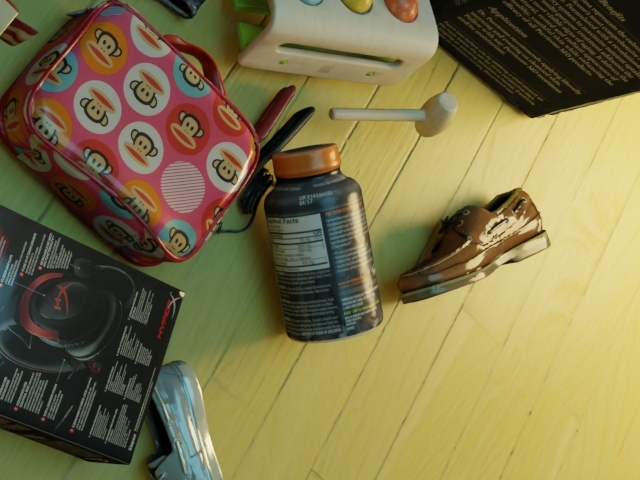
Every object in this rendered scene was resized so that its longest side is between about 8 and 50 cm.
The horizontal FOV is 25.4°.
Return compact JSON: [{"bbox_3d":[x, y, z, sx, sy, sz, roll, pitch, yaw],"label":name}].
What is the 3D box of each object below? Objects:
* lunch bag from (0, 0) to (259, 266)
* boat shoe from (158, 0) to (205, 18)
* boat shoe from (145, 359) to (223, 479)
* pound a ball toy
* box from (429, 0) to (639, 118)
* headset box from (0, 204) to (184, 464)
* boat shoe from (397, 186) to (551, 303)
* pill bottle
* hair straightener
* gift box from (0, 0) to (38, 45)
[{"bbox_3d":[-0.216,-0.141,1.707,0.293,0.120,0.258,46,60,-23],"label":"lunch bag"},{"bbox_3d":[-0.201,-0.364,1.777,0.183,0.065,0.083,43,60,-27],"label":"boat shoe"},{"bbox_3d":[-0.176,0.263,1.727,0.081,0.079,0.228,-12,87,-28],"label":"boat shoe"},{"bbox_3d":[0.048,-0.264,1.875,0.319,0.135,0.208,3,63,-36],"label":"pound a ball toy"},{"bbox_3d":[0.446,-0.477,2.028,0.297,0.471,0.480,34,65,-30],"label":"box"},{"bbox_3d":[-0.326,0.104,1.602,0.293,0.110,0.218,27,69,-32],"label":"headset box"},{"bbox_3d":[0.206,0.005,2.030,0.307,0.110,0.104,-23,95,-47],"label":"boat shoe"},{"bbox_3d":[0.000,0.000,1.834,0.130,0.130,0.246,-17,102,-37],"label":"pill bottle"},{"bbox_3d":[-0.071,-0.093,1.858,0.089,0.047,0.230,44,61,-25],"label":"hair straightener"},{"bbox_3d":[-0.467,-0.223,1.437,0.255,0.276,0.258,49,58,-29],"label":"gift box"}]
